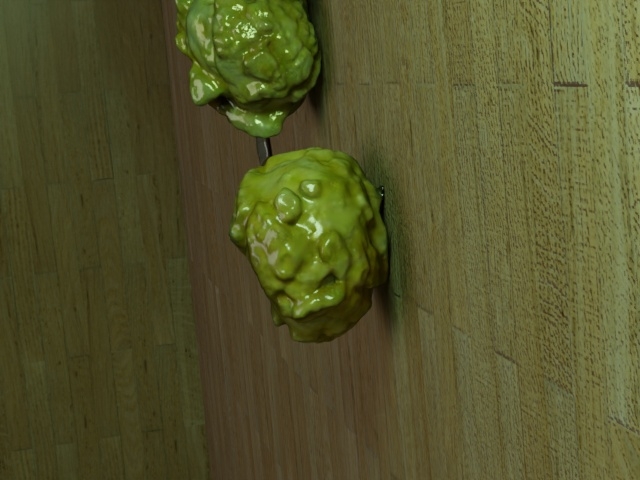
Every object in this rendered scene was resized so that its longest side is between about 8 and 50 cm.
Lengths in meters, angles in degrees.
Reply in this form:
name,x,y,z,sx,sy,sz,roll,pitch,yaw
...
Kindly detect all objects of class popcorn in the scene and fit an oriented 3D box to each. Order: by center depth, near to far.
name,x,y,z,sx,sy,sz,roll,pitch,yaw
popcorn,0.000,0.000,1.584,0.233,0.192,0.266,67,-169,3
popcorn,-0.102,-0.279,1.835,0.256,0.195,0.254,26,129,54

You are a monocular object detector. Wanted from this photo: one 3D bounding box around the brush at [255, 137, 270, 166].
name,x,y,z,sx,sy,sz,roll,pitch,yaw
brush,-0.134,-0.287,2.330,0.060,0.050,0.320,131,131,-69
